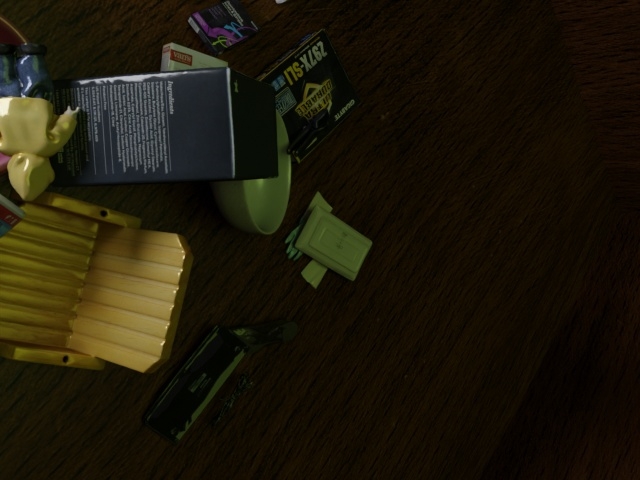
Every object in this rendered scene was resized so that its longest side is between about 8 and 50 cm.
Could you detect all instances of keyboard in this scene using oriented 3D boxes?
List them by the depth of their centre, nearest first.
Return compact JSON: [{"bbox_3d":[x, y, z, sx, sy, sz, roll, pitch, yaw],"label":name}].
[{"bbox_3d":[-0.297,0.391,1.659,0.201,0.033,0.317,47,72,-26],"label":"keyboard"}]

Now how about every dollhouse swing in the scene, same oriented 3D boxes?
[{"bbox_3d":[-0.494,0.093,1.308,0.315,0.305,0.347,19,81,-41],"label":"dollhouse swing"}]

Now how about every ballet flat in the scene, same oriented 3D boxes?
[{"bbox_3d":[-0.178,0.266,1.778,0.249,0.058,0.084,-10,104,-36],"label":"ballet flat"}]

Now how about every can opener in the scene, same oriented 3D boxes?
[{"bbox_3d":[-0.036,-0.294,1.761,0.186,0.059,0.073,-50,140,-29],"label":"can opener"}]

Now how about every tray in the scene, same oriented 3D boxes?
[{"bbox_3d":[0.052,0.013,1.930,0.270,0.030,0.145,32,81,-38],"label":"tray"}]

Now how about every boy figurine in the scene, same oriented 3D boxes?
[{"bbox_3d":[-0.538,-0.218,1.179,0.177,0.092,0.285,-7,100,-14],"label":"boy figurine"}]

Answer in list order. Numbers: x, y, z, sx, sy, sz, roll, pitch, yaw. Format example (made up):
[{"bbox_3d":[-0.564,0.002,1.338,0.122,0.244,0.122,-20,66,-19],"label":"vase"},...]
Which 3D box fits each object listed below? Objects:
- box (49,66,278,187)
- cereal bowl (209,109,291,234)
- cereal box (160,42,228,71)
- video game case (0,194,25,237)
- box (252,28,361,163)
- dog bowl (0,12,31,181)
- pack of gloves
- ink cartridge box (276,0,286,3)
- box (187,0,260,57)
[{"bbox_3d":[-0.317,-0.225,1.327,0.293,0.395,0.212,-24,112,-75],"label":"box"},{"bbox_3d":[-0.193,-0.181,1.632,0.339,0.141,0.339,1,90,-73],"label":"cereal bowl"},{"bbox_3d":[-0.326,-0.356,1.603,0.173,0.047,0.240,7,88,-44],"label":"cereal box"},{"bbox_3d":[-0.728,-0.015,1.161,0.285,0.025,0.204,-39,132,3],"label":"video game case"},{"bbox_3d":[-0.046,-0.418,1.835,0.322,0.079,0.257,-47,120,-30],"label":"box"},{"bbox_3d":[-0.707,-0.283,1.196,0.407,0.150,0.408,-4,95,-42],"label":"dog bowl"},{"bbox_3d":[0.000,0.000,1.923,0.195,0.046,0.232,50,61,-33],"label":"pack of gloves"},{"bbox_3d":[-0.083,-0.806,1.796,0.181,0.056,0.225,-33,116,-36],"label":"ink cartridge box"},{"bbox_3d":[-0.248,-0.559,1.648,0.162,0.029,0.116,-40,95,-35],"label":"box"}]
